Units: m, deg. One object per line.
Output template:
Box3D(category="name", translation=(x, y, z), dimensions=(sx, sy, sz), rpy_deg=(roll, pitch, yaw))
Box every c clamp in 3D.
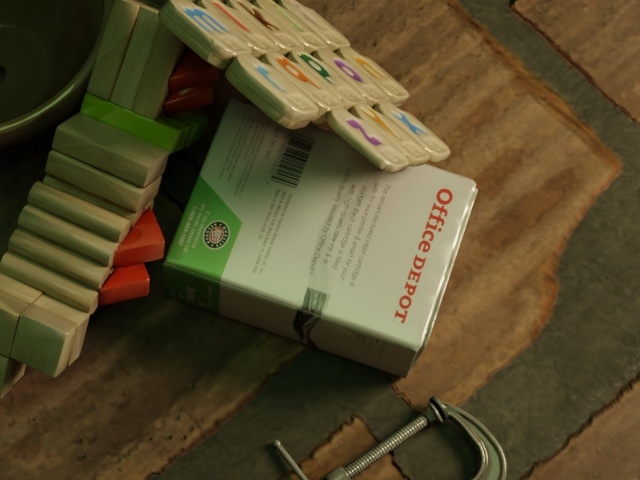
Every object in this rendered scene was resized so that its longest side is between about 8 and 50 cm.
Box3D(category="c clamp", translation=(0.064, 0.181, 1.444), dimensions=(0.161, 0.022, 0.137), rpy_deg=(-28, 73, -14))

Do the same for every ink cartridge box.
Box3D(category="ink cartridge box", translation=(0.000, 0.000, 1.473), dimensions=(0.219, 0.092, 0.160), rpy_deg=(20, 69, 3))

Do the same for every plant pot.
Box3D(category="plant pot", translation=(-0.283, -0.163, 1.502), dimensions=(0.237, 0.110, 0.237), rpy_deg=(-1, 64, 3))

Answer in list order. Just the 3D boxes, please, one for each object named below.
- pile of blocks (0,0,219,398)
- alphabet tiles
Box3D(category="pile of blocks", translation=(-0.161, -0.029, 1.446), dimensions=(0.112, 0.149, 0.362), rpy_deg=(24, 83, 10))
Box3D(category="alphabet tiles", translation=(-0.023, -0.148, 1.457), dimensions=(0.278, 0.284, 0.021), rpy_deg=(42, 109, 11))
